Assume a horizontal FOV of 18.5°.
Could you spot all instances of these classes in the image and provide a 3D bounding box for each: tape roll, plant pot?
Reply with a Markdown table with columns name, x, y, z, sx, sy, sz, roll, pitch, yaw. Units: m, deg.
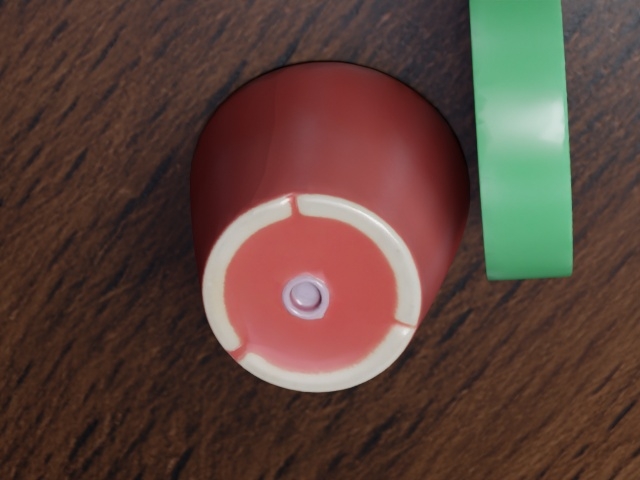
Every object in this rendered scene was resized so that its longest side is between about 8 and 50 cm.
| name | x | y | z | sx | sy | sz | roll | pitch | yaw |
| --- | --- | --- | --- | --- | --- | --- | --- | --- | --- |
| tape roll | 0.171 | -0.126 | 1.698 | 0.077 | 0.321 | 0.321 | -3 | 114 | 5 |
| plant pot | 0.000 | 0.000 | 1.814 | 0.275 | 0.243 | 0.275 | 2 | 115 | 4 |
